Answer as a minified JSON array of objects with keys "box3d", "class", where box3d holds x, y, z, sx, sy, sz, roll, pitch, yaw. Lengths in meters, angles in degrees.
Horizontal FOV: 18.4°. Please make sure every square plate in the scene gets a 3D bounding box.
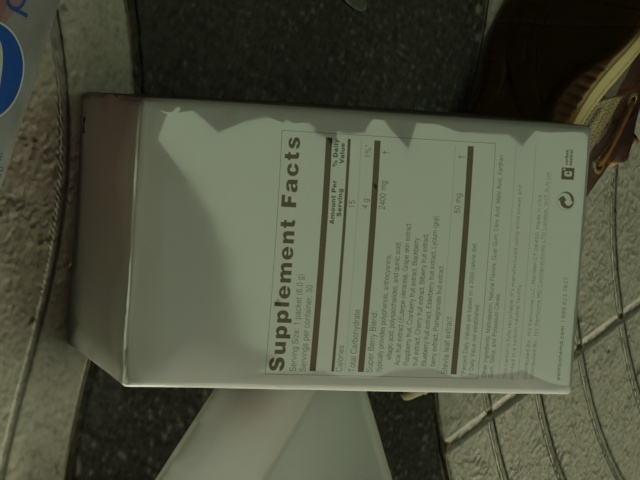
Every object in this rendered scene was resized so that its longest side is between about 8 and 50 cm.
[{"box3d":[-0.010,0.244,1.391,0.347,0.049,0.344,-56,136,-52],"class":"square plate"}]

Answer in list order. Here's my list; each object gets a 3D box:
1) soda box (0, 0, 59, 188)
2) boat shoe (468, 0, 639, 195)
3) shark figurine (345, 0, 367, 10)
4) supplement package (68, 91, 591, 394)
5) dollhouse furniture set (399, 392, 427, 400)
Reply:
[{"box3d":[-0.213,-0.140,1.158,0.083,0.092,0.263,24,78,-46],"class":"soda box"},{"box3d":[0.199,-0.105,1.609,0.342,0.123,0.123,-63,148,-20],"class":"boat shoe"},{"box3d":[0.089,-0.274,1.457,0.278,0.116,0.166,-40,125,-34],"class":"shark figurine"},{"box3d":[0.000,0.000,1.268,0.293,0.177,0.175,3,95,-18],"class":"supplement package"},{"box3d":[0.036,0.012,1.467,0.101,0.161,0.182,-39,98,-8],"class":"dollhouse furniture set"}]
